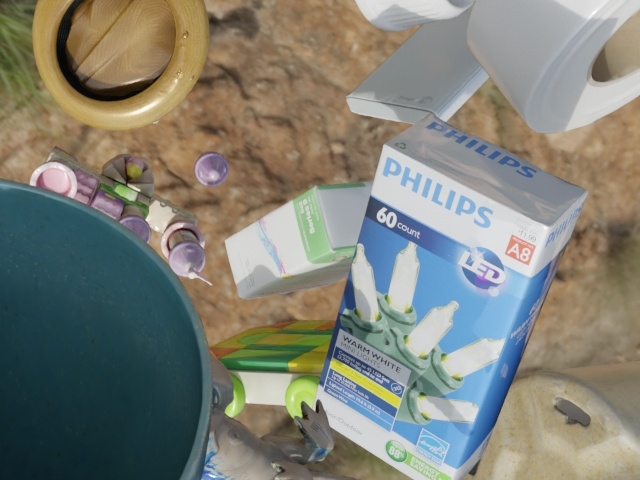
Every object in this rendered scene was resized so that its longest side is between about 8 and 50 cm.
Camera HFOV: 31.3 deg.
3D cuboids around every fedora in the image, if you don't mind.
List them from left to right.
[{"bbox_3d":[-0.199,-0.209,1.176,0.079,0.194,0.194,-48,156,-74],"label":"fedora"}]

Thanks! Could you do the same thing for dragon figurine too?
[{"bbox_3d":[-0.064,0.169,0.790,0.289,0.085,0.144,26,130,-11],"label":"dragon figurine"}]

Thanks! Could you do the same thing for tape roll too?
[{"bbox_3d":[0.275,-0.225,1.031,0.286,0.100,0.286,-29,160,-12],"label":"tape roll"}]

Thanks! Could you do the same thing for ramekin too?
[{"bbox_3d":[0.152,-0.446,1.690,0.273,0.127,0.273,-16,108,-57],"label":"ramekin"}]

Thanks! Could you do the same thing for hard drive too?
[{"bbox_3d":[0.214,-0.313,1.983,0.307,0.203,0.040,-45,131,-27],"label":"hard drive"}]

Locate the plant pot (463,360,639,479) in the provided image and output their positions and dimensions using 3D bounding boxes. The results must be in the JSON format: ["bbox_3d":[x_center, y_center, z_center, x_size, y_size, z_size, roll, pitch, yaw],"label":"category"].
[{"bbox_3d":[0.306,0.238,1.059,0.305,0.334,0.334,9,106,-36],"label":"plant pot"}]

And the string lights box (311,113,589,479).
[{"bbox_3d":[0.089,0.052,0.858,0.077,0.133,0.260,-36,147,-48],"label":"string lights box"}]

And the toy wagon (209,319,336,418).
[{"bbox_3d":[0.030,0.150,1.380,0.267,0.344,0.068,-21,106,-58],"label":"toy wagon"}]

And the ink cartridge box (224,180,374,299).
[{"bbox_3d":[0.000,0.000,1.474,0.154,0.212,0.093,-7,75,-39],"label":"ink cartridge box"}]

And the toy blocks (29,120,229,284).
[{"bbox_3d":[-0.284,-0.053,1.656,0.288,0.260,0.309,28,99,-16],"label":"toy blocks"}]

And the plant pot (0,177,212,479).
[{"bbox_3d":[-0.197,0.133,0.542,0.290,0.290,0.195,-21,138,-27],"label":"plant pot"}]
